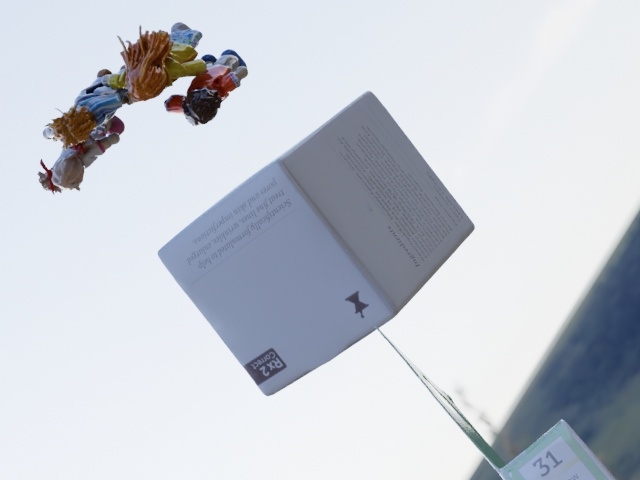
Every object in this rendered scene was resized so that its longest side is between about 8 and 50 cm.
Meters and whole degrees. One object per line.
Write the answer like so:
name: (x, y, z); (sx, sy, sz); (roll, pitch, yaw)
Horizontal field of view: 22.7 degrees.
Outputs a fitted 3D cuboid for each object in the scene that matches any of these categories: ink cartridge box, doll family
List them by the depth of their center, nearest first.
ink cartridge box: (0.142, 0.143, 0.950); (0.056, 0.235, 0.171); (-38, -29, 3)
doll family: (-0.206, -0.148, 1.641); (0.263, 0.118, 0.163); (-26, 19, 20)

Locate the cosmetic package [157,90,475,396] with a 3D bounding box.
cosmetic package: (0.000, 0.000, 1.296); (0.151, 0.151, 0.183); (-36, 3, 33)
